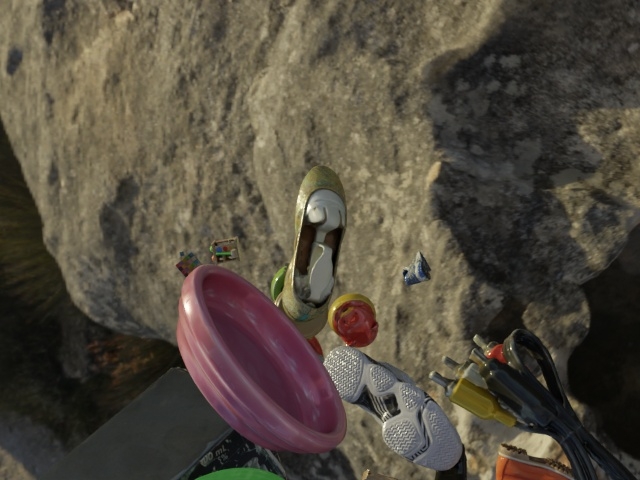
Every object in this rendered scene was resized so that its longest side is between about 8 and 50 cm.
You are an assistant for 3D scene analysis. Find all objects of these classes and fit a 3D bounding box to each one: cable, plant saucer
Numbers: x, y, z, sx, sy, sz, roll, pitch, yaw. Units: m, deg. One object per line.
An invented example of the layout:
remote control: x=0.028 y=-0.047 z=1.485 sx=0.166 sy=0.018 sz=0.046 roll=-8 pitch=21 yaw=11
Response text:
cable: x=0.273 y=0.217 z=0.812 sx=0.287 sy=0.139 sz=0.072 roll=45 pitch=145 yaw=21
plant saucer: x=-0.096 y=0.184 z=1.016 sx=0.084 sy=0.332 sz=0.332 roll=-40 pitch=74 yaw=10

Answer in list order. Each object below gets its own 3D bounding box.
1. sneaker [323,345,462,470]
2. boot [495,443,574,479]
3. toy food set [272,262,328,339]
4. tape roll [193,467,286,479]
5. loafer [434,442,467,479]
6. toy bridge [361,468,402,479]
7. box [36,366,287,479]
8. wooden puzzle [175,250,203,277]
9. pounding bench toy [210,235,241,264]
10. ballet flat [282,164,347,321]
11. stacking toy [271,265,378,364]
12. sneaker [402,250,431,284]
sneaker: x=0.183 y=0.371 z=1.524 sx=0.366 sy=0.210 sz=0.137 roll=34 pitch=92 yaw=33
boot: x=0.385 y=0.422 z=1.195 sx=0.158 sy=0.059 sz=0.084 roll=14 pitch=87 yaw=20
toy food set: x=-0.048 y=0.158 z=1.522 sx=0.132 sy=0.038 sz=0.192 roll=16 pitch=76 yaw=-4
tape roll: x=-0.157 y=0.507 z=1.055 sx=0.321 sy=0.321 sz=0.077 roll=1 pitch=126 yaw=30
loafer: x=0.277 y=0.528 z=1.428 sx=0.080 sy=0.220 sz=0.078 roll=-6 pitch=128 yaw=29
toy bridge: x=0.194 y=0.595 z=1.624 sx=0.188 sy=0.026 sz=0.063 roll=27 pitch=141 yaw=-3
box: x=-0.313 y=0.610 z=1.395 sx=0.297 sy=0.480 sz=0.471 roll=9 pitch=126 yaw=40
wooden puzzle: x=-0.294 y=0.060 z=1.544 sx=0.049 sy=0.006 sz=0.083 roll=-38 pitch=99 yaw=11
pounding bench toy: x=-0.221 y=0.026 z=1.573 sx=0.065 sy=0.083 sz=0.052 roll=-10 pitch=99 yaw=0
ballet flat: x=0.000 y=0.000 z=1.437 sx=0.123 sy=0.123 sz=0.348 roll=4 pitch=76 yaw=30
stacking toy: x=-0.033 y=0.223 z=1.624 sx=0.279 sy=0.130 sz=0.309 roll=41 pitch=96 yaw=-17
sneaker: x=0.206 y=0.063 z=1.493 sx=0.058 sy=0.135 sz=0.052 roll=-29 pitch=95 yaw=15
